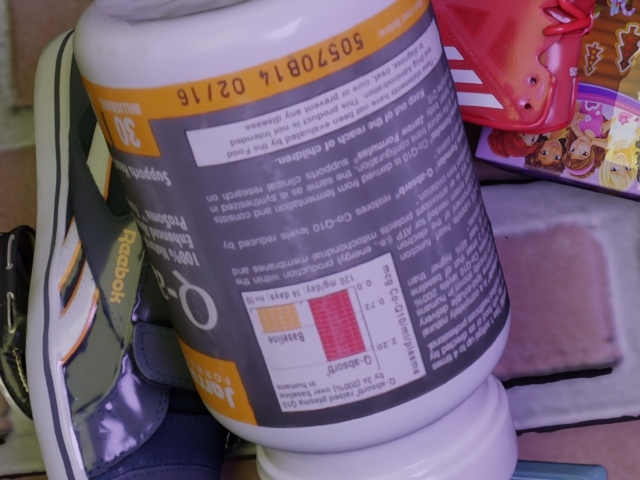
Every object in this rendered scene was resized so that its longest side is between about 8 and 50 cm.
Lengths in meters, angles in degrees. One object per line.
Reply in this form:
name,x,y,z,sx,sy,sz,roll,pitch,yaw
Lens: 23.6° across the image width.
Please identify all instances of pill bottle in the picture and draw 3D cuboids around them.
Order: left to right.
pill bottle,0.000,0.000,0.729,0.162,0.162,0.278,-5,116,25

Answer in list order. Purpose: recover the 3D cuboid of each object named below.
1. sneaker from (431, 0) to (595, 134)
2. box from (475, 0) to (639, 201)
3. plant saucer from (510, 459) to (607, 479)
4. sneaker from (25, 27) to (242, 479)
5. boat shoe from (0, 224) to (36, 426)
sneaker,0.129,-0.125,0.733,0.221,0.087,0.128,-26,80,35
box,0.240,-0.102,0.743,0.293,0.057,0.200,15,91,26
plant saucer,0.057,0.148,0.822,0.192,0.018,0.067,0,84,25
sneaker,-0.082,0.020,0.844,0.128,0.126,0.321,-13,77,29
boat shoe,-0.177,0.050,0.931,0.038,0.046,0.125,-28,64,25
